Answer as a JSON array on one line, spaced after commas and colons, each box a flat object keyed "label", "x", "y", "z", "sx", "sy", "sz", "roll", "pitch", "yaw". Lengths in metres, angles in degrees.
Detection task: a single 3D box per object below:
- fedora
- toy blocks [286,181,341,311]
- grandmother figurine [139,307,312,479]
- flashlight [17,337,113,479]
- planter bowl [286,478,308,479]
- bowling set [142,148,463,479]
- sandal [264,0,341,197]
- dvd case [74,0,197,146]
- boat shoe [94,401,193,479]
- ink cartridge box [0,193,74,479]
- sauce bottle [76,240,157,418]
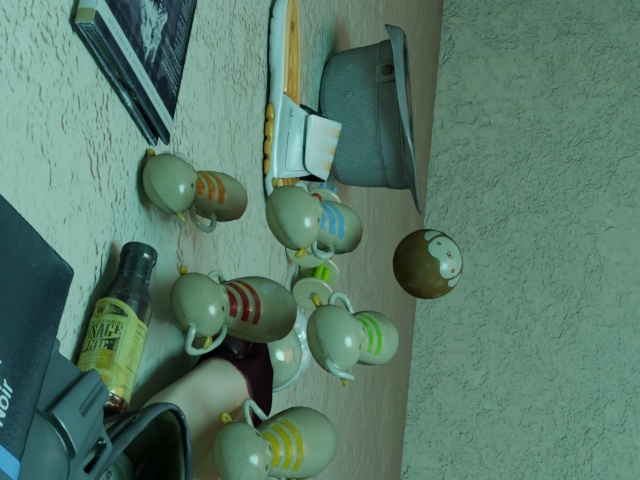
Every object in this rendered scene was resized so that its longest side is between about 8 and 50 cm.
[{"label": "fedora", "x": 0.069, "y": -0.168, "z": 1.422, "sx": 0.244, "sy": 0.124, "sz": 0.275, "roll": 65, "pitch": 21, "yaw": -70}, {"label": "toy blocks", "x": 0.000, "y": 0.000, "z": 1.301, "sx": 0.148, "sy": 0.054, "sz": 0.123, "roll": -72, "pitch": 160, "yaw": -53}, {"label": "grandmother figurine", "x": -0.081, "y": 0.142, "z": 0.851, "sx": 0.342, "sy": 0.104, "sz": 0.208, "roll": -51, "pitch": 151, "yaw": -66}, {"label": "flashlight", "x": -0.179, "y": 0.125, "z": 0.398, "sx": 0.304, "sy": 0.103, "sz": 0.103, "roll": -70, "pitch": 165, "yaw": -68}, {"label": "planter bowl", "x": -0.074, "y": 0.313, "z": 0.916, "sx": 0.217, "sy": 0.090, "sz": 0.217, "roll": 6, "pitch": 90, "yaw": -78}, {"label": "bowling set", "x": -0.008, "y": 0.025, "z": 0.750, "sx": 0.154, "sy": 0.200, "sz": 0.287, "roll": 12, "pitch": 52, "yaw": -66}, {"label": "sandal", "x": -0.016, "y": -0.146, "z": 1.141, "sx": 0.102, "sy": 0.076, "sz": 0.265, "roll": -32, "pitch": 124, "yaw": -75}, {"label": "dvd case", "x": -0.125, "y": -0.206, "z": 0.755, "sx": 0.164, "sy": 0.018, "sz": 0.221, "roll": 69, "pitch": 25, "yaw": -65}, {"label": "boat shoe", "x": -0.113, "y": 0.177, "z": 0.532, "sx": 0.103, "sy": 0.092, "sz": 0.285, "roll": 51, "pitch": 11, "yaw": -20}, {"label": "ink cartridge box", "x": -0.180, "y": -0.017, "z": 0.202, "sx": 0.332, "sy": 0.065, "sz": 0.165, "roll": 55, "pitch": 32, "yaw": -46}, {"label": "sauce bottle", "x": -0.139, "y": 0.061, "z": 0.691, "sx": 0.042, "sy": 0.042, "sz": 0.128, "roll": 75, "pitch": 19, "yaw": -55}]
